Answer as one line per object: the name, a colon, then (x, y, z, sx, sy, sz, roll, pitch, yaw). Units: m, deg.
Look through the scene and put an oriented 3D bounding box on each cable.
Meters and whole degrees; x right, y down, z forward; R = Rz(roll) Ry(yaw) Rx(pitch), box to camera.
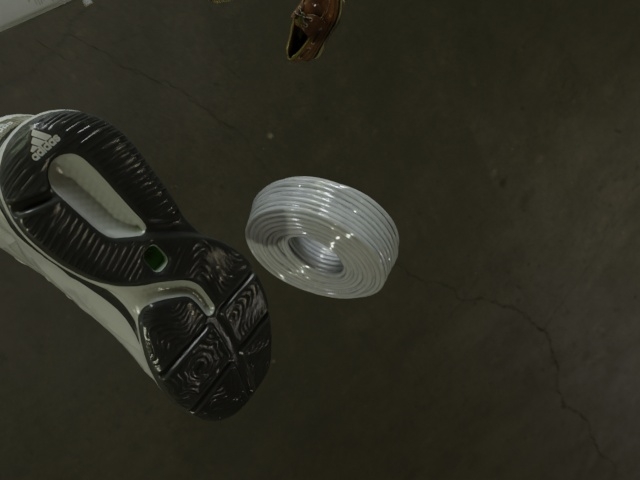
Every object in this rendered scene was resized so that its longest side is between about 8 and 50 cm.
cable: (0.000, 0.000, 0.942, 0.257, 0.257, 0.089, 108, 7, -60)

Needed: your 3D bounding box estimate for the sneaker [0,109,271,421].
sneaker: (-0.238, 0.031, 0.683, 0.169, 0.257, 0.448, -51, 134, -27)

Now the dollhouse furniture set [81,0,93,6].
dollhouse furniture set: (-0.649, -0.651, 1.515, 0.151, 0.076, 0.059, -35, 94, -14)

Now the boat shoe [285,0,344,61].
boat shoe: (-0.020, -0.604, 1.561, 0.104, 0.111, 0.307, -25, 159, -25)

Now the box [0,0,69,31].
box: (-0.442, -0.340, 0.823, 0.232, 0.322, 0.059, -31, 120, -12)

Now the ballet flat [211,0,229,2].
ballet flat: (-0.182, -0.429, 0.845, 0.123, 0.348, 0.123, -13, 128, -17)
